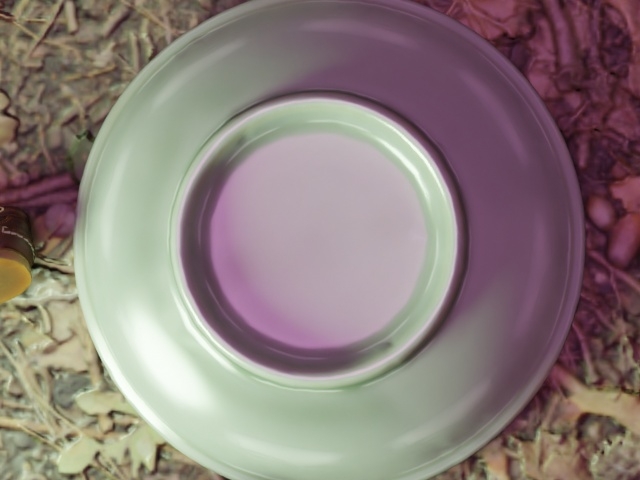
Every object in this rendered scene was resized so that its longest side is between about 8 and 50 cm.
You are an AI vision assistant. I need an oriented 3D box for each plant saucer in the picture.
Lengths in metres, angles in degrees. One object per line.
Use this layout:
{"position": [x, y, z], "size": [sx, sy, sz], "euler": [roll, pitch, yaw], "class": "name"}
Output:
{"position": [0.000, 0.000, 0.954], "size": [0.401, 0.100, 0.400], "euler": [0, 88, 6], "class": "plant saucer"}

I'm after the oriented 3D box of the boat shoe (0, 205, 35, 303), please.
{"position": [-0.323, 0.029, 1.002], "size": [0.207, 0.073, 0.073], "euler": [-15, 50, 1], "class": "boat shoe"}
